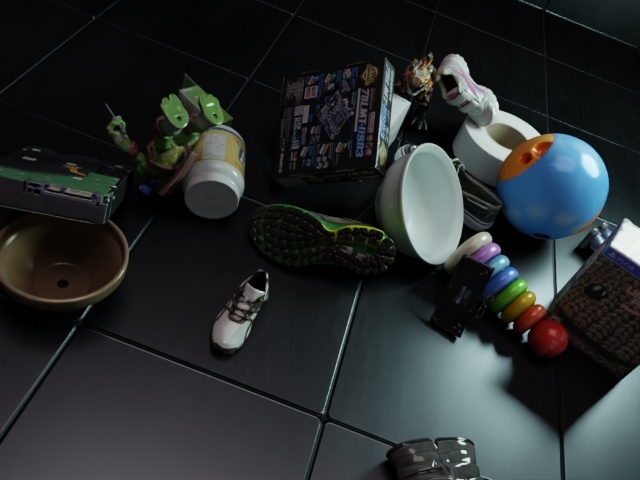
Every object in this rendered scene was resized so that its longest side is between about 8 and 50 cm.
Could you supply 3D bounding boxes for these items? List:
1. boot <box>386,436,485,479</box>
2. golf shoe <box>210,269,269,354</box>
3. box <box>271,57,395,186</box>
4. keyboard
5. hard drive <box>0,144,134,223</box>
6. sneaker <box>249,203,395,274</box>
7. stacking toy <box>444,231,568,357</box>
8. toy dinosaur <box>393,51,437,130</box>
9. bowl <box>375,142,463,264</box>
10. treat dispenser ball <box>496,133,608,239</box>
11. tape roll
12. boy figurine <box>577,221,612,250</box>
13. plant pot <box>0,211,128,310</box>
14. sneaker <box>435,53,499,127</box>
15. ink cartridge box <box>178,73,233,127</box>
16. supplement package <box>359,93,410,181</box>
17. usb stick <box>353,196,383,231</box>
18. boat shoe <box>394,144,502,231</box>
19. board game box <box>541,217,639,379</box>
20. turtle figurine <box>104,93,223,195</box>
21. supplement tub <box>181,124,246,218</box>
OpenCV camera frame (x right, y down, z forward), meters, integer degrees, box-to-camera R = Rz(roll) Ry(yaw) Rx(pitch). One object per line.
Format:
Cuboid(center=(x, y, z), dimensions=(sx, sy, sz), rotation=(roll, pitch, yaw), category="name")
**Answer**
Cuboid(center=(0.295, 0.461, 1.114), dimensions=(0.338, 0.118, 0.223), rotation=(13, 40, -16), category="boot")
Cuboid(center=(-0.161, 0.136, 1.252), dimensions=(0.077, 0.094, 0.198), rotation=(24, 46, 0), category="golf shoe")
Cuboid(center=(0.031, -0.290, 1.548), dimensions=(0.293, 0.073, 0.296), rotation=(-3, 73, 28), category="box")
Cuboid(center=(0.338, 0.133, 1.426), dimensions=(0.108, 0.023, 0.180), rotation=(27, 87, 10), category="keyboard")
Cuboid(center=(-0.523, -0.119, 1.262), dimensions=(0.236, 0.064, 0.339), rotation=(11, 14, -12), category="hard drive")
Cuboid(center=(0.000, 0.000, 1.447), dimensions=(0.343, 0.134, 0.146), rotation=(15, 8, 1), category="sneaker")
Cuboid(center=(0.448, 0.141, 1.475), dimensions=(0.141, 0.141, 0.330), rotation=(-23, 66, -37), category="stacking toy")
Cuboid(center=(0.304, -0.475, 1.909), dimensions=(0.164, 0.218, 0.322), rotation=(34, 29, 22), category="toy dinosaur")
Cuboid(center=(0.228, -0.086, 1.543), dimensions=(0.134, 0.298, 0.298), rotation=(-3, 28, 39), category="bowl")
Cuboid(center=(0.626, -0.146, 1.691), dimensions=(0.288, 0.288, 0.288), rotation=(11, 45, -11), category="treat dispenser ball")
Cuboid(center=(0.563, -0.287, 1.937), dimensions=(0.286, 0.100, 0.286), rotation=(12, 45, -12), category="tape roll")
Cuboid(center=(0.869, 0.070, 1.724), dimensions=(0.177, 0.092, 0.285), rotation=(-24, 61, -37), category="boy figurine")
Cuboid(center=(-0.492, 0.054, 1.186), dimensions=(0.237, 0.110, 0.237), rotation=(10, 45, -11), category="plant pot")
Cuboid(center=(0.427, -0.433, 1.859), dimensions=(0.252, 0.103, 0.111), rotation=(49, 53, 2), category="sneaker")
Cuboid(center=(-0.324, -0.329, 1.618), dimensions=(0.062, 0.109, 0.209), rotation=(-27, 63, -39), category="ink cartridge box")
Cuboid(center=(0.101, -0.330, 1.762), dimensions=(0.204, 0.145, 0.262), rotation=(30, 44, 8), category="supplement package")
Cuboid(center=(0.169, -0.084, 1.627), dimensions=(0.077, 0.045, 0.278), rotation=(41, 46, 6), category="usb stick")
Cuboid(center=(0.361, -0.172, 1.714), dimensions=(0.335, 0.119, 0.121), rotation=(39, 46, 9), category="boat shoe")
Cuboid(center=(0.708, 0.141, 1.449), dimensions=(0.232, 0.291, 0.141), rotation=(37, 46, 15), category="board game box")
Cuboid(center=(-0.344, -0.257, 1.344), dimensions=(0.197, 0.266, 0.275), rotation=(24, 58, -32), category="turtle figurine")
Cuboid(center=(-0.250, -0.163, 1.464), dimensions=(0.144, 0.144, 0.200), rotation=(9, 46, -14), category="supplement tub")
